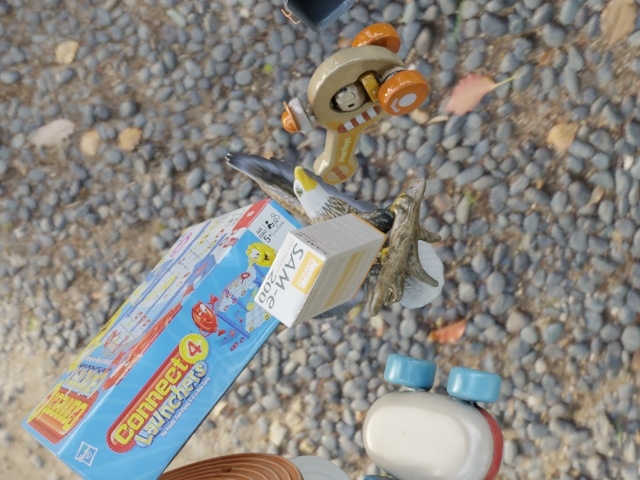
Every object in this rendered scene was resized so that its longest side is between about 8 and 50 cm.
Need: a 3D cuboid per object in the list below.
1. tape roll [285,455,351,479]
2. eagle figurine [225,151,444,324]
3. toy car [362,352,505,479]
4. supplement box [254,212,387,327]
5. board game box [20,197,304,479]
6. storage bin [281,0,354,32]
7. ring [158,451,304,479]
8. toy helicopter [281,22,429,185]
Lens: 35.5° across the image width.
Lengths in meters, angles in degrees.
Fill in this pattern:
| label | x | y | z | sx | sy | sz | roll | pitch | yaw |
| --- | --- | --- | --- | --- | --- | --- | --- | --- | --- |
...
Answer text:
| label | x | y | z | sx | sy | sz | roll | pitch | yaw |
| --- | --- | --- | --- | --- | --- | --- | --- | --- | --- |
| tape roll | -0.066 | 0.420 | 1.349 | 0.169 | 0.246 | 0.246 | -17 | 100 | 38 |
| eagle figurine | -0.003 | -0.010 | 1.263 | 0.298 | 0.226 | 0.225 | -2 | 102 | 38 |
| toy car | 0.202 | 0.295 | 1.459 | 0.210 | 0.238 | 0.219 | 7 | 83 | 39 |
| supplement box | 0.002 | 0.019 | 0.731 | 0.036 | 0.098 | 0.062 | 36 | 114 | 19 |
| board game box | -0.161 | 0.110 | 1.032 | 0.086 | 0.302 | 0.308 | 43 | 161 | -13 |
| storage bin | -0.026 | -0.390 | 1.526 | 0.098 | 0.135 | 0.091 | -39 | 67 | 12 |
| ring | -0.166 | 0.286 | 0.884 | 0.337 | 0.336 | 0.032 | -19 | 100 | 27 |
| toy helicopter | 0.030 | -0.201 | 1.727 | 0.355 | 0.235 | 0.140 | 104 | 145 | -58 |
